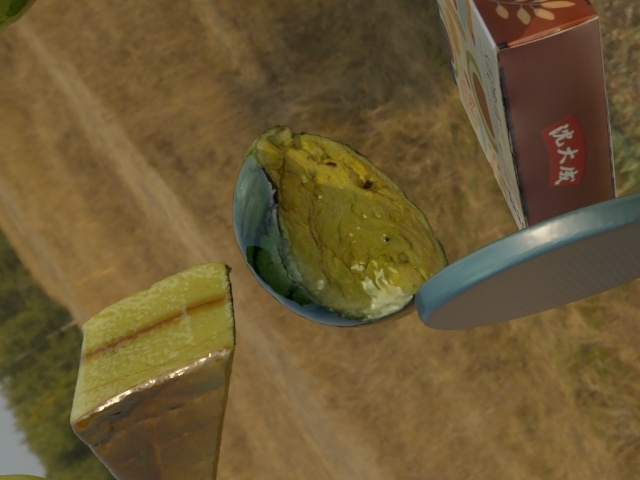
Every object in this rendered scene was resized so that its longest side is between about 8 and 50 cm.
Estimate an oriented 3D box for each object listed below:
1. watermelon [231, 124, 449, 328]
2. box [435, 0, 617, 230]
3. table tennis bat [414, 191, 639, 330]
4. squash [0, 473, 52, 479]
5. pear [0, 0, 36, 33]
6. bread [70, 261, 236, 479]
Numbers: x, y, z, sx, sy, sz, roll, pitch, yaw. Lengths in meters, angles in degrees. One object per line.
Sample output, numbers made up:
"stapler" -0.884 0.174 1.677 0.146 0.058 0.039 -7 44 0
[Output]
"watermelon" 0.000 0.000 1.415 0.331 0.189 0.330 37 -158 -18
"box" 0.253 -0.230 1.319 0.385 0.122 0.344 -103 -6 -46
"table tennis bat" 0.225 0.004 0.734 0.215 0.329 0.044 27 -134 -64
"squash" -0.350 0.308 1.036 0.132 0.247 0.132 -9 -90 -83
"pear" -0.357 -0.259 0.916 0.187 0.220 0.187 31 135 36
"bread" -0.158 0.255 1.381 0.233 0.245 0.361 -106 -9 -60
